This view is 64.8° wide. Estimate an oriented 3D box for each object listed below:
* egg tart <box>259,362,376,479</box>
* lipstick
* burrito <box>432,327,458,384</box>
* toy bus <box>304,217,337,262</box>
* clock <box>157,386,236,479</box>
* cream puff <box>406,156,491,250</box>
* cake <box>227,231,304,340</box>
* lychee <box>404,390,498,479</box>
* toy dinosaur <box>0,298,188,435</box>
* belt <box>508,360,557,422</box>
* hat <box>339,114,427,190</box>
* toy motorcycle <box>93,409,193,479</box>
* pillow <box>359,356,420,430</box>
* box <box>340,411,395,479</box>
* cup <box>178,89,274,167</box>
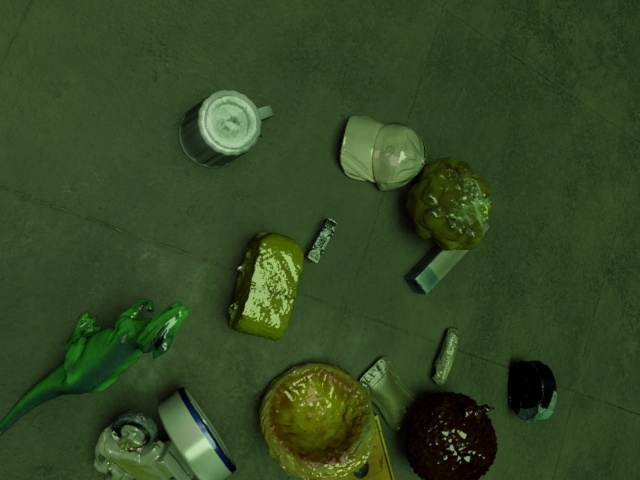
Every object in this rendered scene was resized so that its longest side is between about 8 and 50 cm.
[{"bbox_3d":[-0.006,0.477,1.318,0.319,0.319,0.128,-23,141,-22],"label":"egg tart"},{"bbox_3d":[0.395,0.036,1.566,0.317,0.066,0.068,-43,104,-18],"label":"lipstick"},{"bbox_3d":[0.394,0.358,1.580,0.058,0.045,0.188,37,72,-45],"label":"burrito"},{"bbox_3d":[0.000,0.000,1.401,0.037,0.052,0.131,32,76,-16],"label":"toy bus"},{"bbox_3d":[-0.290,0.459,1.179,0.083,0.230,0.230,-33,103,-16],"label":"clock"},{"bbox_3d":[0.372,-0.098,1.490,0.281,0.185,0.282,7,71,-22],"label":"cream puff"},{"bbox_3d":[-0.142,0.110,1.271,0.156,0.179,0.261,20,79,-23],"label":"cake"},{"bbox_3d":[0.377,0.564,1.455,0.264,0.264,0.300,31,109,-21],"label":"lychee"},{"bbox_3d":[-0.483,0.304,1.027,0.500,0.374,0.144,-50,116,-18],"label":"toy dinosaur"},{"bbox_3d":[0.695,0.496,1.653,0.078,0.151,0.198,5,90,-24],"label":"belt"},{"bbox_3d":[0.178,-0.268,1.435,0.226,0.164,0.219,20,80,-44],"label":"hat"},{"bbox_3d":[-0.411,0.523,1.161,0.223,0.108,0.341,-15,116,18],"label":"toy motorcycle"},{"bbox_3d":[0.207,0.459,1.502,0.130,0.033,0.217,-40,105,-20],"label":"pillow"},{"bbox_3d":[0.103,0.657,1.430,0.193,0.084,0.301,-18,97,-23],"label":"box"},{"bbox_3d":[-0.226,-0.288,1.220,0.167,0.202,0.221,39,76,-21],"label":"cup"}]
